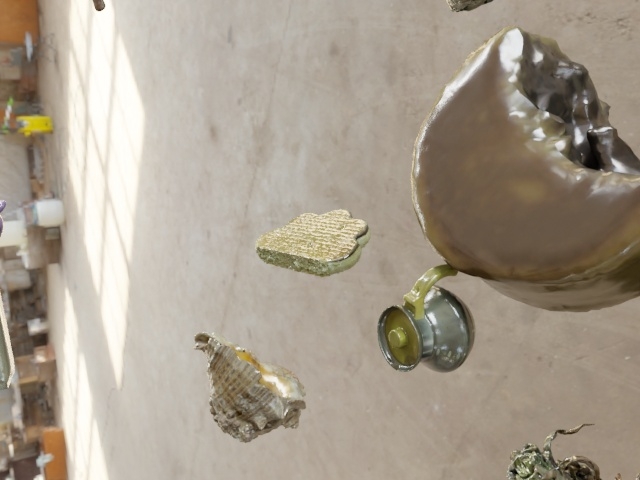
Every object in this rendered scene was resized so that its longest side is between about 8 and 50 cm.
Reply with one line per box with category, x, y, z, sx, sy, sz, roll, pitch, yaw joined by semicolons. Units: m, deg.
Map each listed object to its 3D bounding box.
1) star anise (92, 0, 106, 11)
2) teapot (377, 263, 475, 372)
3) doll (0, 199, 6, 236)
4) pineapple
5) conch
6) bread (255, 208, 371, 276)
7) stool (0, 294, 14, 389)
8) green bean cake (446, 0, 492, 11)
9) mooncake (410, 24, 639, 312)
star anise;-0.334;-0.656;1.333;0.139;0.316;0.359;-176;84;-67
teapot;0.155;0.115;0.904;0.130;0.119;0.166;34;126;51
doll;-0.439;0.033;0.734;0.110;0.067;0.206;20;71;48
pineapple;0.449;0.464;1.086;0.271;0.262;0.262;38;145;-7
conch;-0.118;0.242;1.047;0.245;0.163;0.178;49;139;-13
bread;0.000;0.000;1.382;0.286;0.207;0.056;15;131;46
stool;-0.717;0.171;1.130;0.170;0.269;0.244;-12;90;65
green bean cake;0.298;-0.485;1.093;0.094;0.181;0.173;66;-171;2
mooncake;0.332;-0.105;0.876;0.393;0.246;0.394;2;73;41
